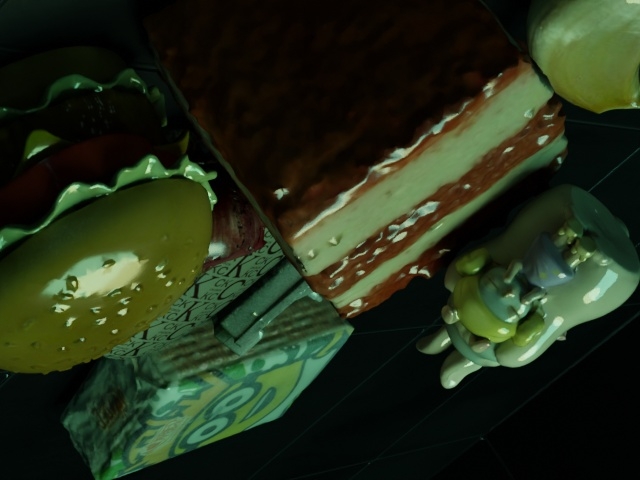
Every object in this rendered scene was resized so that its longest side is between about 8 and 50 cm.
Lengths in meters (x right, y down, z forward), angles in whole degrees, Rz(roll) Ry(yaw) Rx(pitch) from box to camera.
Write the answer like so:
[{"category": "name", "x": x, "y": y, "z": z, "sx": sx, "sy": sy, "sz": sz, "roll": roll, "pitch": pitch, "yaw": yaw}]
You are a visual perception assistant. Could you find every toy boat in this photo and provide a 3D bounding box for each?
[{"category": "toy boat", "x": 0.000, "y": 0.000, "z": 1.963, "sx": 0.319, "sy": 0.092, "sz": 0.141, "roll": -42, "pitch": -160, "yaw": 19}]

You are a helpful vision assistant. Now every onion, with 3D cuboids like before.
[{"category": "onion", "x": -0.137, "y": -0.035, "z": 1.657, "sx": 0.184, "sy": 0.147, "sz": 0.184, "roll": 2, "pitch": -174, "yaw": 0}]

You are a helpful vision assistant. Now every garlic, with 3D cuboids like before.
[{"category": "garlic", "x": 0.303, "y": -0.238, "z": 1.798, "sx": 0.145, "sy": 0.164, "sz": 0.245, "roll": -50, "pitch": 171, "yaw": -27}]

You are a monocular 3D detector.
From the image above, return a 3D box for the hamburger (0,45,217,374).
[{"category": "hamburger", "x": -0.217, "y": -0.009, "z": 1.445, "sx": 0.274, "sy": 0.212, "sz": 0.274, "roll": -29, "pitch": 161, "yaw": -11}]

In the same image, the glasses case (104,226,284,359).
[{"category": "glasses case", "x": -0.111, "y": 0.012, "z": 1.873, "sx": 0.355, "sy": 0.085, "sz": 0.137, "roll": -40, "pitch": 162, "yaw": 19}]

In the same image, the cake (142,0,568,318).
[{"category": "cake", "x": 0.036, "y": -0.125, "z": 1.481, "sx": 0.269, "sy": 0.270, "sz": 0.319, "roll": -36, "pitch": 164, "yaw": 1}]

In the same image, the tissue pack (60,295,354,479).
[{"category": "tissue pack", "x": -0.142, "y": 0.165, "z": 2.138, "sx": 0.311, "sy": 0.128, "sz": 0.228, "roll": -17, "pitch": 154, "yaw": -42}]

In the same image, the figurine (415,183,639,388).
[{"category": "figurine", "x": 0.168, "y": 0.060, "z": 1.558, "sx": 0.235, "sy": 0.127, "sz": 0.155, "roll": -40, "pitch": -179, "yaw": 23}]
